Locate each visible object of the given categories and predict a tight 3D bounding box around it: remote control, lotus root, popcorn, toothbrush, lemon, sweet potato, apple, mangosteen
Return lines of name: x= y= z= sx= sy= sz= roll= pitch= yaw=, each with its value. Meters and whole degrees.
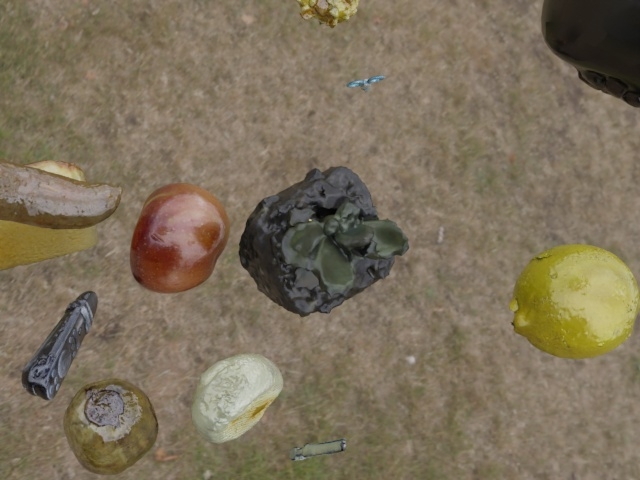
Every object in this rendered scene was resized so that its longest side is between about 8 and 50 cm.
remote control: x=-0.521 y=0.202 z=1.613 sx=0.066 sy=0.090 sz=0.266 roll=13 pitch=42 yaw=2
lotus root: x=-0.341 y=0.313 z=1.323 sx=0.145 sy=0.260 sz=0.128 roll=-25 pitch=66 yaw=-18
popcorn: x=0.007 y=-0.308 z=1.014 sx=0.083 sy=0.057 sz=0.082 roll=-41 pitch=89 yaw=-18
toothbrush: x=-0.009 y=0.356 z=1.362 sx=0.028 sy=0.294 sz=0.026 roll=8 pitch=70 yaw=-13
lemon: x=0.380 y=0.093 z=1.206 sx=0.206 sy=0.173 sz=0.174 roll=-13 pitch=79 yaw=-11
sweet potato: x=-0.435 y=-0.071 z=1.040 sx=0.341 sy=0.114 sz=0.092 roll=8 pitch=85 yaw=-39
apple: x=-0.247 y=-0.001 z=1.427 sx=0.162 sy=0.201 sz=0.201 roll=12 pitch=62 yaw=-6
mangosteen: x=0.332 y=-0.236 z=0.740 sx=0.242 sy=0.243 sz=0.243 roll=15 pitch=63 yaw=-32

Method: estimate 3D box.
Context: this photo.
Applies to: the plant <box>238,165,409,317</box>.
plant: x=0.000 y=0.000 z=1.261 sx=0.215 sy=0.312 sz=0.213 roll=-29 pitch=88 yaw=-16

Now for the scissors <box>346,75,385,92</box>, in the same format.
scissors: x=0.069 y=-0.235 z=1.213 sx=0.058 sy=0.119 sz=0.014 roll=-12 pitch=93 yaw=5

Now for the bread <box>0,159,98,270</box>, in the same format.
bread: x=-0.527 y=-0.037 z=1.366 sx=0.274 sy=0.185 sz=0.114 roll=-13 pitch=65 yaw=-15

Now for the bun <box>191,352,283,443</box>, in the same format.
bun: x=-0.207 y=0.354 z=1.837 sx=0.153 sy=0.244 sz=0.244 roll=39 pitch=46 yaw=21
